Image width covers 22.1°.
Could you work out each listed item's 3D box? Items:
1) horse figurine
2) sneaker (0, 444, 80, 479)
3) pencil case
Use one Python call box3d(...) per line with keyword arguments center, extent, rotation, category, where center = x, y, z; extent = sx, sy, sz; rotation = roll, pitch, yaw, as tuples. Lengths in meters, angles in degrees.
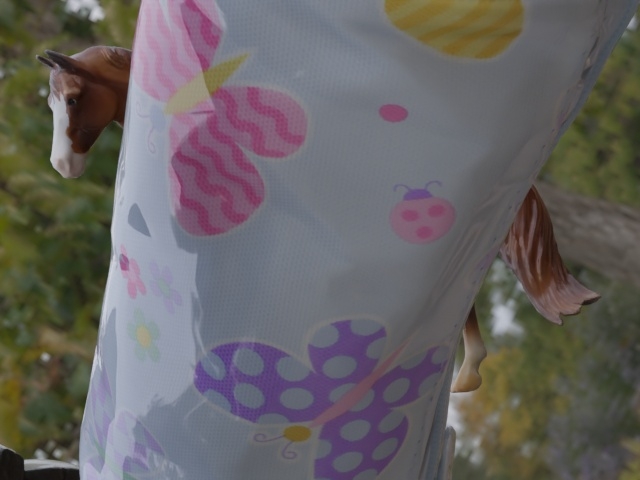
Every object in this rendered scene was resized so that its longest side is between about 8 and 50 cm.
box3d(center=(-0.001, -0.007, 0.795), extent=(0.066, 0.263, 0.175), rotation=(171, 97, -84), category="horse figurine")
box3d(center=(-0.210, 0.135, 0.785), extent=(0.279, 0.118, 0.107), rotation=(44, -136, -48), category="sneaker")
box3d(center=(0.000, 0.000, 0.463), extent=(0.113, 0.124, 0.273), rotation=(-31, -33, -39), category="pencil case")
